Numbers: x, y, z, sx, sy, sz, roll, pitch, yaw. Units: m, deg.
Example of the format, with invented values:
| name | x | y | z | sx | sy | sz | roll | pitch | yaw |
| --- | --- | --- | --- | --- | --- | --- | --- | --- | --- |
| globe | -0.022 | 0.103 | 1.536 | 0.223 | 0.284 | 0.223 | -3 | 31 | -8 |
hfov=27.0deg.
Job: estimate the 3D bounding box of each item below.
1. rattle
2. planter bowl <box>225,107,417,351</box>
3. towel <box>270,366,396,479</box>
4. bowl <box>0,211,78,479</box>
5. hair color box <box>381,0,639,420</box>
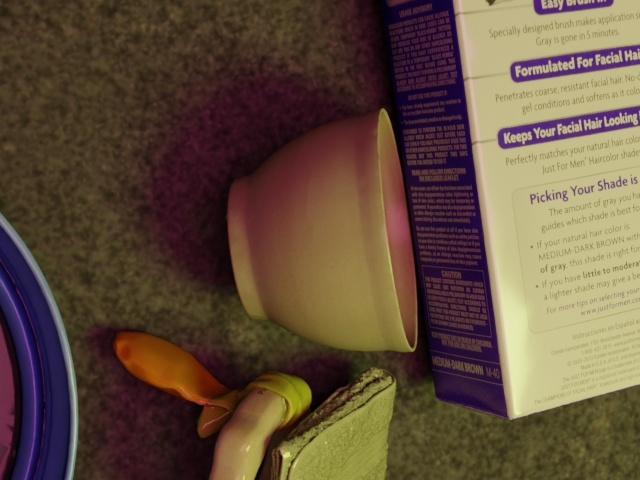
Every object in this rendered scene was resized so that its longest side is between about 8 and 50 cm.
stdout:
| name | x | y | z | sx | sy | sz | roll | pitch | yaw |
| --- | --- | --- | --- | --- | --- | --- | --- | --- | --- |
| rattle | -0.081 | 0.176 | 0.913 | 0.142 | 0.130 | 0.200 | 7 | 125 | 4 |
| planter bowl | 0.000 | 0.000 | 0.888 | 0.109 | 0.162 | 0.162 | -8 | 96 | 9 |
| towel | 0.009 | 0.157 | 0.900 | 0.148 | 0.027 | 0.110 | -32 | 130 | -55 |
| bowl | -0.347 | 0.112 | 0.814 | 0.391 | 0.077 | 0.391 | -1 | 93 | -18 |
| hair color box | 0.160 | -0.063 | 0.940 | 0.185 | 0.110 | 0.339 | -10 | 97 | -25 |
